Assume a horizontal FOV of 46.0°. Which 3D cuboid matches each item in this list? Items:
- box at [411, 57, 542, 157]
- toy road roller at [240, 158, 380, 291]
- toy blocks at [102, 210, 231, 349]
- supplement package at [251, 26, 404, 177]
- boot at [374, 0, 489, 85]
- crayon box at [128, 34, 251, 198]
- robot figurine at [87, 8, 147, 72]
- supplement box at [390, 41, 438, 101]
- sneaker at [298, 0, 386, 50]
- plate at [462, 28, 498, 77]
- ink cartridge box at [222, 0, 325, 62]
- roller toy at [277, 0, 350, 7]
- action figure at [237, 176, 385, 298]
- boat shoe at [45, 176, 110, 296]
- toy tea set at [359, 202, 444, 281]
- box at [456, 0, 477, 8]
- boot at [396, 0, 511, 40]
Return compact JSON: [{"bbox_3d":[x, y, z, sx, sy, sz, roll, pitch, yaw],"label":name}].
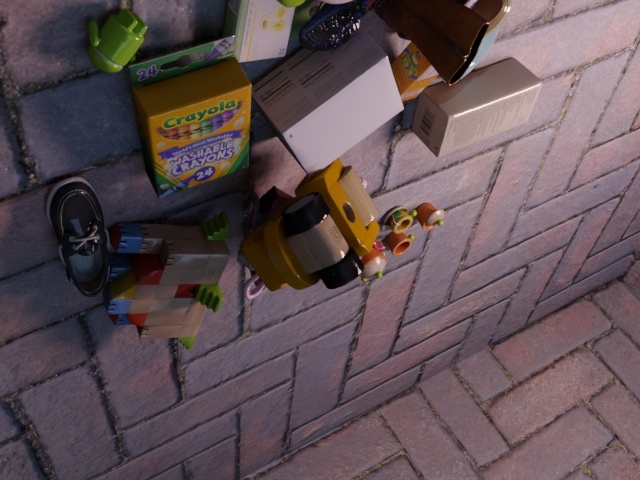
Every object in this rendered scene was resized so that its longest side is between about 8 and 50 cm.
[{"bbox_3d":[0.404,-0.346,1.949,0.311,0.121,0.148,-22,146,-23],"label":"box"},{"bbox_3d":[-0.028,-0.020,1.689,0.241,0.202,0.329,-23,-162,29],"label":"toy road roller"},{"bbox_3d":[-0.382,0.099,1.738,0.261,0.190,0.381,1,133,-31],"label":"toy blocks"},{"bbox_3d":[0.018,-0.297,1.592,0.262,0.145,0.204,-36,153,0],"label":"supplement package"},{"bbox_3d":[0.212,-0.476,1.422,0.096,0.280,0.264,-12,141,-36],"label":"boot"},{"bbox_3d":[-0.241,-0.225,1.441,0.203,0.083,0.323,-22,155,-17],"label":"crayon box"},{"bbox_3d":[-0.343,-0.331,1.265,0.115,0.067,0.101,-47,156,17],"label":"robot figurine"},{"bbox_3d":[0.213,-0.383,1.655,0.080,0.078,0.233,-21,174,-22],"label":"supplement box"},{"bbox_3d":[0.044,-0.454,1.466,0.221,0.087,0.083,-39,142,1],"label":"sneaker"},{"bbox_3d":[0.356,-0.461,1.815,0.188,0.024,0.188,-39,161,-16],"label":"plate"},{"bbox_3d":[-0.066,-0.433,1.425,0.235,0.056,0.171,-15,143,-29],"label":"ink cartridge box"},{"bbox_3d":[0.009,-0.504,1.267,0.191,0.146,0.209,-23,126,-28],"label":"roller toy"},{"bbox_3d":[0.000,0.000,1.856,0.370,0.275,0.248,11,141,-22],"label":"action figure"},{"bbox_3d":[-0.484,-0.001,1.545,0.114,0.091,0.302,-24,147,-21],"label":"boat shoe"},{"bbox_3d":[0.235,0.015,2.265,0.336,0.124,0.200,-43,149,11],"label":"toy tea set"},{"bbox_3d":[0.234,-0.496,1.533,0.116,0.162,0.029,-48,147,18],"label":"box"},{"bbox_3d":[0.288,-0.483,1.634,0.165,0.077,0.213,0,166,-41],"label":"boot"}]
